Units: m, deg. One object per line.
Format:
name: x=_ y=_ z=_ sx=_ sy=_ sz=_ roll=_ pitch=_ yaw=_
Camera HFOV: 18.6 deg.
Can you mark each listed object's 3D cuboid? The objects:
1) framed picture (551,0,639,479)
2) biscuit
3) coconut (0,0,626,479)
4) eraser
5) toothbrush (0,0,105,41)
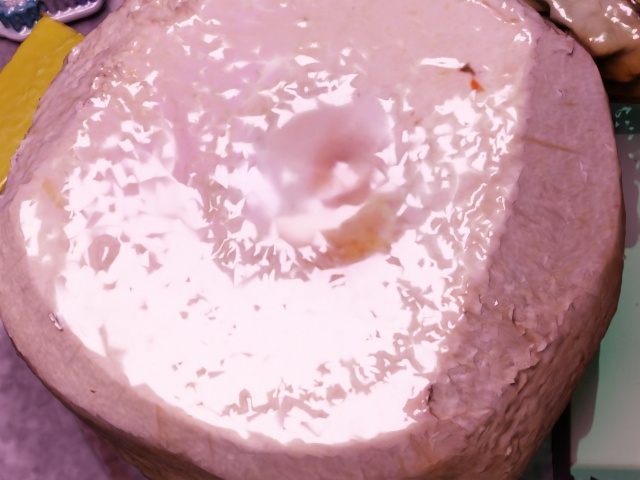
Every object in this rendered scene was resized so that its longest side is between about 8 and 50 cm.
framed picture: x=0.247 y=-0.024 z=1.049 sx=0.244 sy=0.013 sz=0.324 roll=0 pitch=72 yaw=5
biscuit: x=0.075 y=-0.142 z=1.010 sx=0.273 sy=0.187 sz=0.036 roll=36 pitch=91 yaw=25
coconut: x=0.000 y=0.000 z=0.933 sx=0.297 sy=0.254 sz=0.297 roll=-1 pitch=80 yaw=6
eraser: x=-0.157 y=-0.047 z=1.042 sx=0.045 sy=0.097 sz=0.122 roll=29 pitch=77 yaw=15
toothbrush: x=-0.322 y=-0.083 z=1.103 sx=0.418 sy=0.040 sz=0.042 roll=-17 pitch=74 yaw=4
